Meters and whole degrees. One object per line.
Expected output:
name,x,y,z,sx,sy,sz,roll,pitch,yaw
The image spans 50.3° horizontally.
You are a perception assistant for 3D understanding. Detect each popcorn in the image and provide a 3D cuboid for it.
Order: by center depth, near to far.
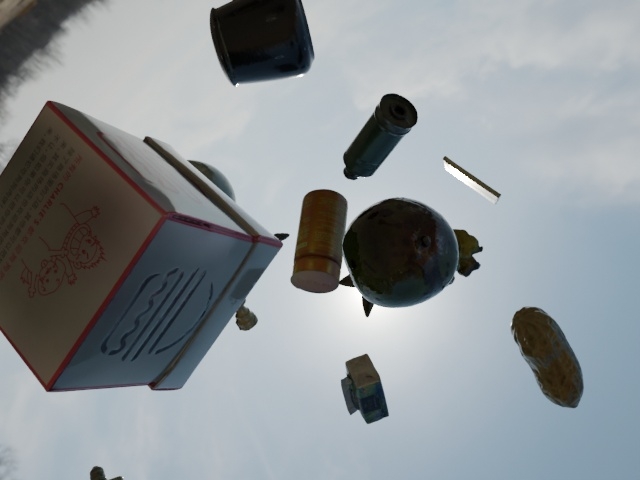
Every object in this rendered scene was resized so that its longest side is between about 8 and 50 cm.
popcorn,0.272,0.027,1.575,0.195,0.168,0.173,-29,-142,-20

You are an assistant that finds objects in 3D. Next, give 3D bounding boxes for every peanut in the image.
peanut,0.406,0.205,1.210,0.083,0.093,0.194,-27,-108,4

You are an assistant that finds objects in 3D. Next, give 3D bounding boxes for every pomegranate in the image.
pomegranate,0.098,0.026,0.854,0.148,0.169,0.148,-1,-117,2

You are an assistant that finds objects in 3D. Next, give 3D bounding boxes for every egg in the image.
egg,-0.279,-0.080,1.527,0.183,0.217,0.183,-2,-113,4

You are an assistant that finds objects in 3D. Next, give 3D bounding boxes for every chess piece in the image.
chess piece,-0.224,0.165,1.822,0.060,0.172,0.060,-14,-143,11

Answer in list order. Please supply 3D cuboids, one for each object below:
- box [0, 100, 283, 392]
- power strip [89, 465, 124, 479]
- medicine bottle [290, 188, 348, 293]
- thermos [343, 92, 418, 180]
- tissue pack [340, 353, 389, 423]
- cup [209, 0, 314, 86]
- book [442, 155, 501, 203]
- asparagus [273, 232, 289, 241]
box,-0.309,0.020,1.048,0.312,0.300,0.314,40,-81,26
power strip,-0.240,0.441,0.868,0.058,0.098,0.338,-18,-125,-17
medicine bottle,0.000,0.000,1.341,0.096,0.096,0.192,-20,-131,37
thermos,0.091,-0.175,1.207,0.073,0.083,0.188,-25,164,-37
tissue pack,0.084,0.304,1.379,0.079,0.111,0.085,-19,-143,-6
cup,-0.114,-0.393,1.261,0.176,0.169,0.223,-17,-116,2
book,0.394,-0.154,1.770,0.018,0.170,0.241,-54,170,7
asparagus,-0.178,-0.006,1.705,0.027,0.236,0.034,38,-62,46
